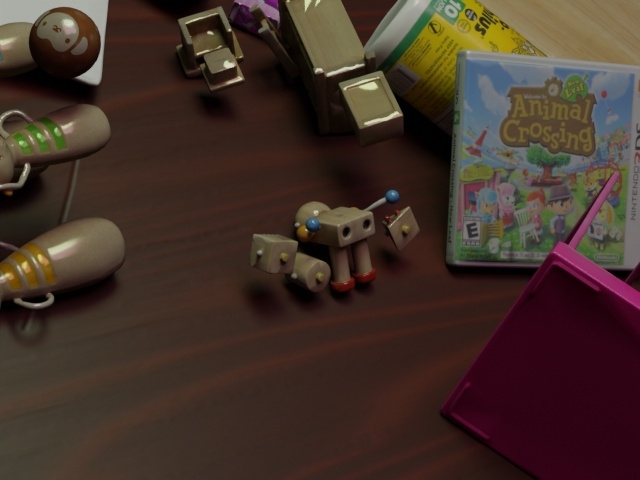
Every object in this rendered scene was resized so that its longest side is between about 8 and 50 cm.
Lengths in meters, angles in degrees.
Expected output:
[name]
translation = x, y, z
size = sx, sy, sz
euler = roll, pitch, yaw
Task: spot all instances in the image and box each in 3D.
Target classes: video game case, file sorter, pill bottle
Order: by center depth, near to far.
[file sorter]
translation = 0.292, 0.111, 1.290
size = 0.290, 0.202, 0.182
euler = 34, 41, 6
[video game case]
translation = 0.216, -0.070, 1.453
size = 0.212, 0.023, 0.193
euler = 2, 92, -24
[pill bottle]
translation = 0.150, -0.152, 1.505
size = 0.208, 0.117, 0.117
euler = 37, 44, -7

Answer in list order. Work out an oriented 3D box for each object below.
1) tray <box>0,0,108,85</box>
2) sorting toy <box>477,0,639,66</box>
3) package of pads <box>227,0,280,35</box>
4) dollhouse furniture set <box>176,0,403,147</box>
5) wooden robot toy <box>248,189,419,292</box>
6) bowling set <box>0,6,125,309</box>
[tray]
translation = -0.264, -0.250, 1.452
size = 0.145, 0.030, 0.270
euler = 19, 44, -22
[sorting toy]
translation = 0.264, -0.219, 1.652
size = 0.257, 0.089, 0.255
euler = 39, 45, 11
[package of pads]
translation = -0.055, -0.236, 1.551
size = 0.050, 0.032, 0.083
euler = 24, 44, -2
[dollhouse furniture set]
translation = -0.030, -0.127, 1.448
size = 0.161, 0.101, 0.182
euler = -17, 57, -8
[wooden robot toy]
translation = 0.000, 0.000, 1.358
size = 0.173, 0.076, 0.079
euler = -19, 26, -37
[bowling set]
translation = -0.264, -0.100, 1.215
size = 0.154, 0.200, 0.287
euler = -23, 59, -37
